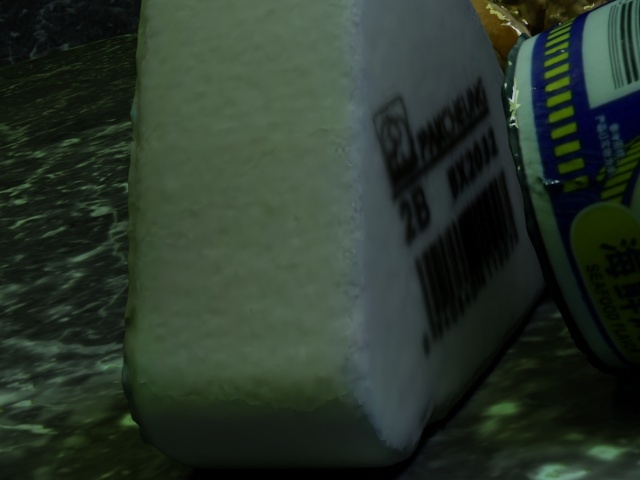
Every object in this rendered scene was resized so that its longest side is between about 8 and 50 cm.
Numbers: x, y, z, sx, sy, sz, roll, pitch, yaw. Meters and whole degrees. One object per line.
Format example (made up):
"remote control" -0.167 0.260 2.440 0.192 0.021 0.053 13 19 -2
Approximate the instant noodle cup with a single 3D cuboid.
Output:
"instant noodle cup" 0.272 -0.056 0.801 0.312 0.284 0.284 -15 13 22

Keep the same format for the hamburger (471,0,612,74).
"hamburger" 0.162 -0.115 1.059 0.243 0.286 0.146 27 70 29

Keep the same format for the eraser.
"eraser" 0.007 -0.004 0.892 0.150 0.331 0.331 -3 18 29
